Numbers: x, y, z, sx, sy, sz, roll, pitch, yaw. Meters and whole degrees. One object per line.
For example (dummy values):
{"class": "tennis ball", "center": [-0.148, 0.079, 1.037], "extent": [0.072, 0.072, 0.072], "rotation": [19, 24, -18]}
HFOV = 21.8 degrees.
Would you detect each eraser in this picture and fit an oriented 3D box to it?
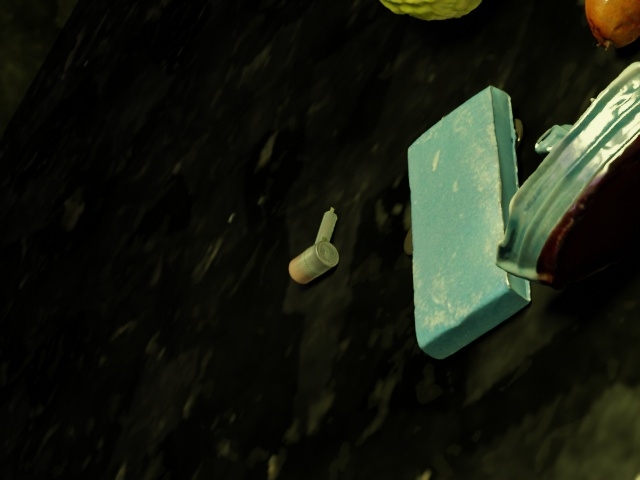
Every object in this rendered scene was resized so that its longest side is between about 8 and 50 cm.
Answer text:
{"class": "eraser", "center": [0.161, -0.025, 1.856], "extent": [0.144, 0.042, 0.312], "rotation": [-36, 37, 35]}

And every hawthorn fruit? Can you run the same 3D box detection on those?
{"class": "hawthorn fruit", "center": [0.320, -0.249, 1.794], "extent": [0.081, 0.081, 0.093], "rotation": [30, 100, 64]}

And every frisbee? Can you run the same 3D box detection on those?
{"class": "frisbee", "center": [0.161, -0.097, 1.987], "extent": [0.211, 0.012, 0.187], "rotation": [-46, 28, 26]}

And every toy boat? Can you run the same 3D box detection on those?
{"class": "toy boat", "center": [0.279, -0.082, 1.628], "extent": [0.309, 0.129, 0.142], "rotation": [-50, 42, 16]}

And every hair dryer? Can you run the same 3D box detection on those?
{"class": "hair dryer", "center": [0.000, 0.000, 2.148], "extent": [0.063, 0.037, 0.114], "rotation": [-33, 29, 44]}

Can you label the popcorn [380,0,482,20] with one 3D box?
{"class": "popcorn", "center": [0.155, -0.392, 2.082], "extent": [0.259, 0.212, 0.259], "rotation": [-13, 69, 37]}
